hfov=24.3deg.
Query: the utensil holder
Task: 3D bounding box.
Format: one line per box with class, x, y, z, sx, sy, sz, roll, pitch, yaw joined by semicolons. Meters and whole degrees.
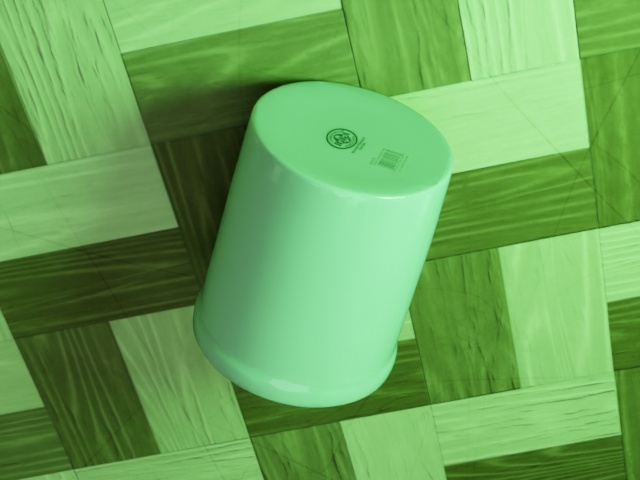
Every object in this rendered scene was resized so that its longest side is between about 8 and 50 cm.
utensil holder;0.000;0.000;2.228;0.328;0.327;0.385;8;125;-10
